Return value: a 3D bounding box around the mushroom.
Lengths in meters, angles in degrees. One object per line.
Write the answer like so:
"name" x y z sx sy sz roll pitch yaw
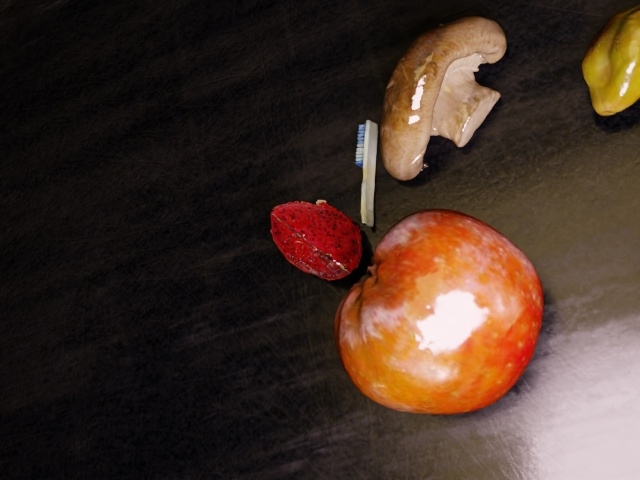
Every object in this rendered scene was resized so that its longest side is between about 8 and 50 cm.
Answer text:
"mushroom" 0.171 -0.235 1.256 0.156 0.151 0.286 35 91 27

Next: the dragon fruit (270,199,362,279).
"dragon fruit" 0.000 0.000 1.310 0.162 0.083 0.106 33 47 13

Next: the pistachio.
"pistachio" 0.446 -0.271 1.182 0.100 0.110 0.189 36 91 -7

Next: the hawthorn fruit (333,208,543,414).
"hawthorn fruit" 0.160 0.098 1.117 0.284 0.284 0.285 -5 75 20

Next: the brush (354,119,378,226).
"brush" 0.072 -0.109 1.329 0.030 0.033 0.179 -3 75 27
